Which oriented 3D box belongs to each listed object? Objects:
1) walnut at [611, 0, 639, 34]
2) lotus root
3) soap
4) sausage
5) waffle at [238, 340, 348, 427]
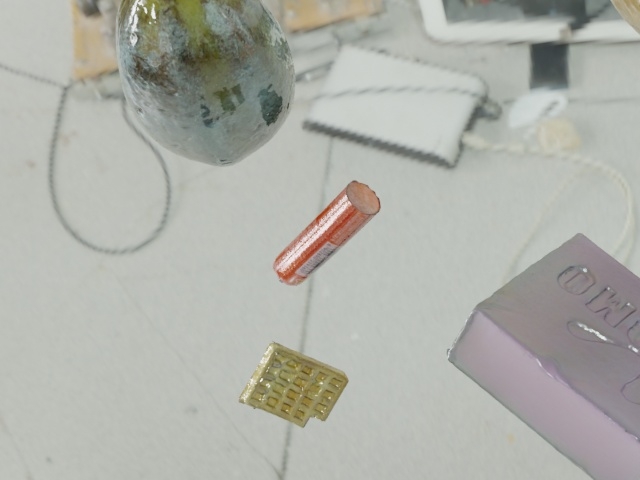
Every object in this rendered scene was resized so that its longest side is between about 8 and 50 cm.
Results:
[{"bbox_3d":[0.211,-0.162,0.739,0.166,0.166,0.149,-27,39,-2],"label":"walnut"},{"bbox_3d":[-0.112,-0.168,1.367,0.158,0.322,0.140,-3,70,7],"label":"lotus root"},{"bbox_3d":[0.346,0.153,1.854,0.296,0.107,0.285,38,39,17],"label":"soap"},{"bbox_3d":[0.000,0.000,1.228,0.034,0.129,0.034,21,47,-25],"label":"sausage"},{"bbox_3d":[-0.032,0.188,1.909,0.021,0.135,0.092,31,92,54],"label":"waffle"}]
